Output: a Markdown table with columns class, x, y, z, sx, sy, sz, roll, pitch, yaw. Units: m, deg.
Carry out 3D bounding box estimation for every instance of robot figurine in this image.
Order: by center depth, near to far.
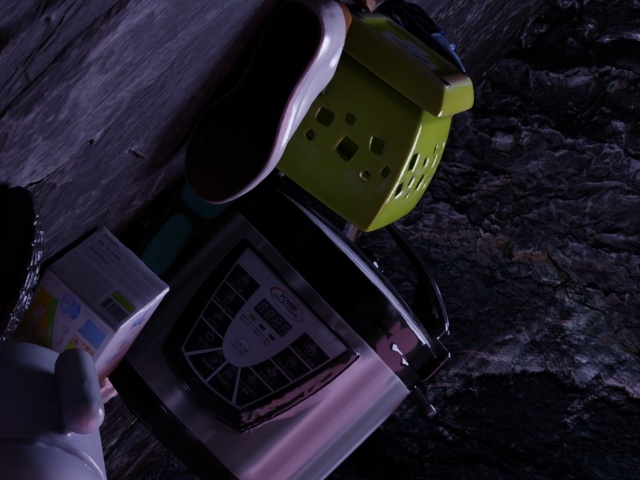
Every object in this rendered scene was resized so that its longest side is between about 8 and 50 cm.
| class | x | y | z | sx | sy | sz | roll | pitch | yaw |
| --- | --- | --- | --- | --- | --- | --- | --- | --- | --- |
| robot figurine | -0.331 | 0.246 | 1.498 | 0.300 | 0.200 | 0.353 | -52 | -150 | 20 |

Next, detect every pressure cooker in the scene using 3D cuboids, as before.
| class | x | y | z | sx | sy | sz | roll | pitch | yaw |
| --- | --- | --- | --- | --- | --- | --- | --- | --- | --- |
| pressure cooker | -0.052 | 0.122 | 1.909 | 0.420 | 0.375 | 0.370 | -43 | 129 | -3 |

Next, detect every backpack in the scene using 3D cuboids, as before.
| class | x | y | z | sx | sy | sz | roll | pitch | yaw |
| --- | --- | --- | --- | --- | --- | --- | --- | --- | --- |
| backpack | 0.131 | -0.236 | 2.001 | 0.158 | 0.173 | 0.117 | -50 | 172 | 22 |

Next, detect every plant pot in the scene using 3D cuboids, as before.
| class | x | y | z | sx | sy | sz | roll | pitch | yaw |
| --- | --- | --- | --- | --- | --- | --- | --- | --- | --- |
| plant pot | 0.059 | -0.167 | 1.806 | 0.207 | 0.228 | 0.227 | -55 | 170 | 18 |

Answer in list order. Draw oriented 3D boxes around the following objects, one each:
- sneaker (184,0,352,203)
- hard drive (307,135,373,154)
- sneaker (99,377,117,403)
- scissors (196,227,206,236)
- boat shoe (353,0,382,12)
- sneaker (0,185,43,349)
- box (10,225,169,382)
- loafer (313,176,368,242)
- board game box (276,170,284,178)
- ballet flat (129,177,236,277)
| class | x | y | z | sx | sy | sz | roll | pitch | yaw |
| --- | --- | --- | --- | --- | --- | --- | --- | --- | --- |
| sneaker | -0.050 | -0.160 | 1.635 | 0.290 | 0.106 | 0.123 | -52 | 169 | 30 |
| hard drive | 0.045 | -0.146 | 2.075 | 0.255 | 0.172 | 0.054 | -35 | 125 | -65 |
| sneaker | -0.299 | 0.147 | 2.074 | 0.235 | 0.090 | 0.095 | -49 | 161 | -12 |
| scissors | -0.218 | 0.020 | 2.014 | 0.109 | 0.021 | 0.297 | -47 | 174 | 15 |
| boat shoe | 0.053 | -0.310 | 1.566 | 0.073 | 0.073 | 0.207 | -48 | 180 | 4 |
| sneaker | -0.340 | 0.075 | 1.266 | 0.109 | 0.130 | 0.286 | 135 | -22 | -77 |
| box | -0.284 | 0.098 | 1.675 | 0.103 | 0.114 | 0.203 | -42 | 173 | -44 |
| loafer | 0.000 | 0.000 | 2.206 | 0.130 | 0.134 | 0.366 | -45 | 175 | -38 |
| board game box | -0.099 | -0.028 | 2.240 | 0.193 | 0.053 | 0.305 | -51 | 175 | 37 |
| ballet flat | -0.176 | -0.035 | 1.809 | 0.203 | 0.074 | 0.074 | -51 | 175 | -17 |
